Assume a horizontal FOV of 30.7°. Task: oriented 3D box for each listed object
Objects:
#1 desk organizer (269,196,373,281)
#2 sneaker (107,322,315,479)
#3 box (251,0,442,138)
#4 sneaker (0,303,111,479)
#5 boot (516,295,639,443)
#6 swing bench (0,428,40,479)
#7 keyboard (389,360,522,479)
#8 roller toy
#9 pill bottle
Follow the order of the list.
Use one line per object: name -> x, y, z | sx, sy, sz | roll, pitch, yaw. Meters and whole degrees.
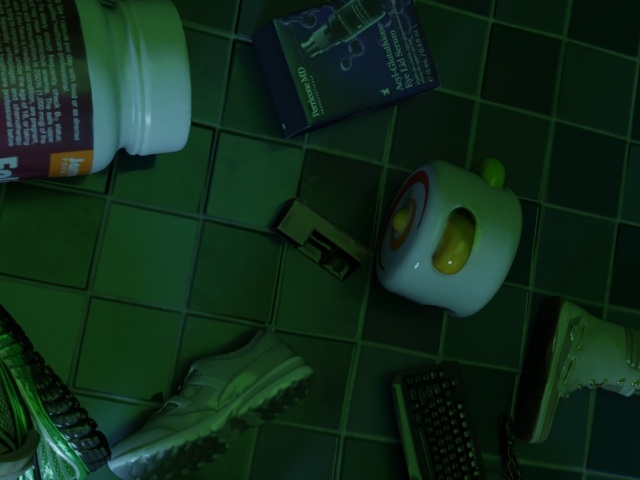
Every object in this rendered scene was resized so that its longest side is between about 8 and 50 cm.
desk organizer -> 0.000, 0.000, 1.573 | 0.130, 0.047, 0.050 | 35, 78, -12
sneaker -> -0.150, 0.210, 1.498 | 0.281, 0.105, 0.115 | -28, 61, -15
box -> 0.033, -0.241, 1.571 | 0.207, 0.108, 0.153 | -21, 93, -19
sneaker -> -0.403, 0.165, 1.381 | 0.146, 0.134, 0.344 | -37, 94, -10
boot -> 0.374, 0.203, 1.666 | 0.165, 0.077, 0.213 | 20, 76, -18
swing bench -> -0.482, 0.286, 1.270 | 0.254, 0.165, 0.253 | 29, 99, -6
keyboard -> 0.210, 0.322, 1.600 | 0.201, 0.033, 0.317 | -8, 81, -32
roller toy -> 0.162, -0.003, 1.548 | 0.146, 0.191, 0.209 | 21, 47, -14
pill bottle -> -0.364, -0.180, 1.374 | 0.392, 0.224, 0.224 | -7, 88, -18
